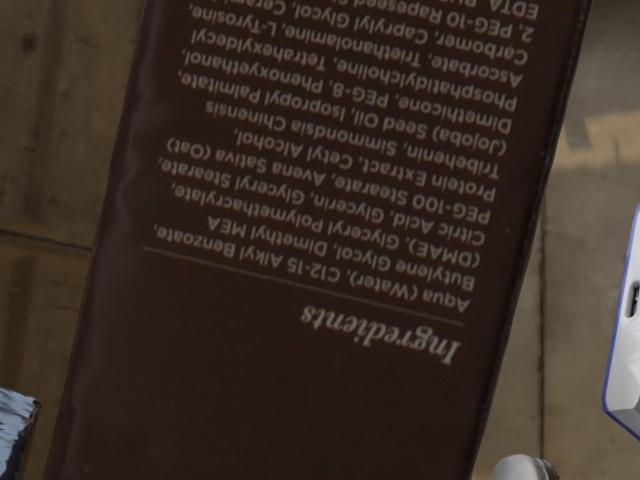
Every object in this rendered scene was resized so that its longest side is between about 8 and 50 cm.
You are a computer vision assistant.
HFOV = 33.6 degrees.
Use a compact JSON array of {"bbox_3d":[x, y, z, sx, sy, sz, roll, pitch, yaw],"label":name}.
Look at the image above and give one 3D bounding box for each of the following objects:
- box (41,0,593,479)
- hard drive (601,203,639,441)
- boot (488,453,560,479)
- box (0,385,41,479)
[{"bbox_3d":[0.028,-0.091,0.395,0.191,0.143,0.381,-17,-61,-82],"label":"box"},{"bbox_3d":[0.374,0.135,0.964,0.318,0.040,0.210,38,-125,-29],"label":"hard drive"},{"bbox_3d":[0.097,0.287,0.992,0.118,0.222,0.338,-66,-3,35],"label":"boot"},{"bbox_3d":[-0.266,0.209,0.484,0.294,0.182,0.296,-160,91,-77],"label":"box"}]
